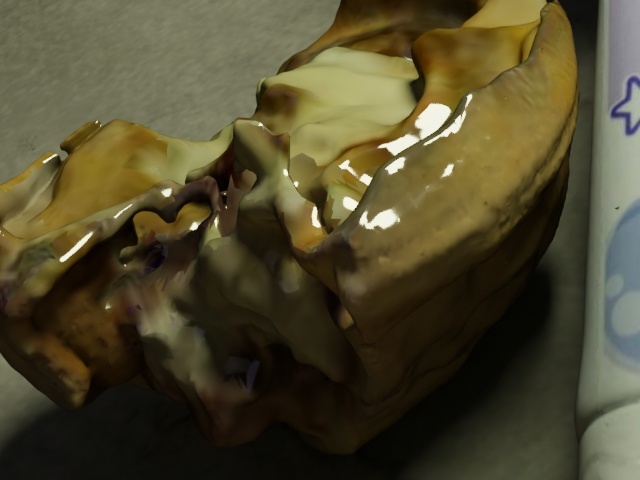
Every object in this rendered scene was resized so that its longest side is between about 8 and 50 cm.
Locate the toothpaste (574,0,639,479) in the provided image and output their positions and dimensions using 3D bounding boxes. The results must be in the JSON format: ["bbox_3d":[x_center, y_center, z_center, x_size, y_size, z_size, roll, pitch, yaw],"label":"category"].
[{"bbox_3d":[0.133,-0.048,0.575,0.080,0.125,0.371,-34,39,48],"label":"toothpaste"}]

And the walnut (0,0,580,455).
[{"bbox_3d":[0.001,-0.006,0.644,0.238,0.141,0.204,-6,32,34],"label":"walnut"}]
